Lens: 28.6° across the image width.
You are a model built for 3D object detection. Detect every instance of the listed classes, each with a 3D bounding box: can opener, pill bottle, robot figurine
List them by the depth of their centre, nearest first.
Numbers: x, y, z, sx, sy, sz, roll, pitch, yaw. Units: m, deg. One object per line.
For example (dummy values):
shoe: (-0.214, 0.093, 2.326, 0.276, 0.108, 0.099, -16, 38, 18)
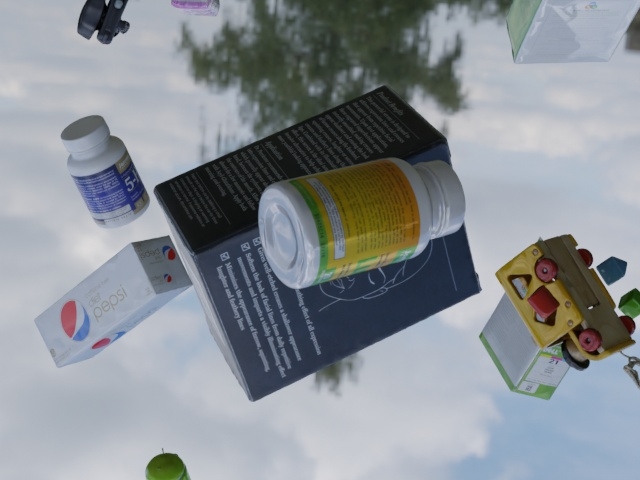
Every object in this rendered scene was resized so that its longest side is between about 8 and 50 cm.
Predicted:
pill bottle: (0.057, -0.031, 1.598, 0.246, 0.136, 0.136, -14, -160, -26)
can opener: (-0.309, -0.389, 1.942, 0.073, 0.186, 0.059, 27, 178, -27)
robot figurine: (-0.243, 0.391, 2.024, 0.067, 0.115, 0.101, -8, -145, 10)
pill bottle: (-0.390, -0.125, 2.250, 0.112, 0.186, 0.112, -15, -147, 10)

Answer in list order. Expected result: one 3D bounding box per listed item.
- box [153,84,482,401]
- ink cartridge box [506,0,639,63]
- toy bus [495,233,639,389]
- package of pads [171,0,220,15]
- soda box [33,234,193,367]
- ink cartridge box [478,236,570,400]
box: (0.000, 0.000, 1.860, 0.395, 0.293, 0.212, -24, -144, -10)
ink cartridge box: (0.269, -0.260, 1.276, 0.109, 0.062, 0.209, -2, 156, -7)
toy bus: (0.305, 0.093, 1.555, 0.191, 0.104, 0.202, 32, -139, -19)
package of pads: (-0.160, -0.308, 1.611, 0.050, 0.032, 0.083, 5, -177, 4)
soda box: (-0.258, 0.077, 1.547, 0.216, 0.074, 0.069, -35, 167, 36)
ink cartridge box: (0.437, 0.154, 2.454, 0.097, 0.255, 0.189, 16, -154, -26)
